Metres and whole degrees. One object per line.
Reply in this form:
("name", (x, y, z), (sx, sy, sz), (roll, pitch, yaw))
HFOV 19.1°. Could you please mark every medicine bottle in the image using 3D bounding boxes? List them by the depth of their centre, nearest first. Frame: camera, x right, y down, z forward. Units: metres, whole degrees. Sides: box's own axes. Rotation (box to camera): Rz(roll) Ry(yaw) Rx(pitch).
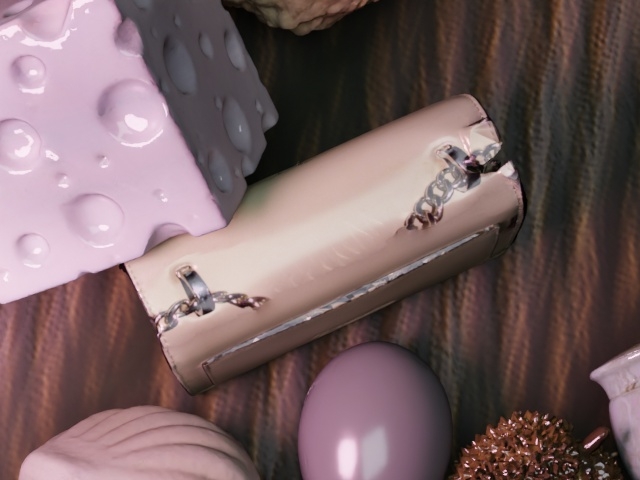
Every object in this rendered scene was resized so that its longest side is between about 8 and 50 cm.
("medicine bottle", (0.345, 0.158, 1.806), (0.147, 0.147, 0.143), (-20, 81, -4))

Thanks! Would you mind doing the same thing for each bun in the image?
("bun", (-0.196, 0.248, 1.714), (0.263, 0.263, 0.175), (-53, 129, -7))

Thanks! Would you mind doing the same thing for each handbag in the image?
("handbag", (0.000, 0.000, 1.778), (0.358, 0.237, 0.160), (-25, 85, -4))

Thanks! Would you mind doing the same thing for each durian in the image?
("durian", (0.214, 0.247, 1.775), (0.196, 0.167, 0.196), (-9, 123, -13))

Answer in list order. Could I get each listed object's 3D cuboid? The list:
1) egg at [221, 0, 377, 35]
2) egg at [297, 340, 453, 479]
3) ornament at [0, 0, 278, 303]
("egg", (-0.041, -0.356, 1.820), (0.279, 0.279, 0.310), (-28, 87, -5))
("egg", (0.051, 0.190, 1.792), (0.146, 0.146, 0.199), (11, 60, 1))
("ornament", (-0.210, -0.127, 1.712), (0.239, 0.240, 0.239), (-19, 114, 19))
